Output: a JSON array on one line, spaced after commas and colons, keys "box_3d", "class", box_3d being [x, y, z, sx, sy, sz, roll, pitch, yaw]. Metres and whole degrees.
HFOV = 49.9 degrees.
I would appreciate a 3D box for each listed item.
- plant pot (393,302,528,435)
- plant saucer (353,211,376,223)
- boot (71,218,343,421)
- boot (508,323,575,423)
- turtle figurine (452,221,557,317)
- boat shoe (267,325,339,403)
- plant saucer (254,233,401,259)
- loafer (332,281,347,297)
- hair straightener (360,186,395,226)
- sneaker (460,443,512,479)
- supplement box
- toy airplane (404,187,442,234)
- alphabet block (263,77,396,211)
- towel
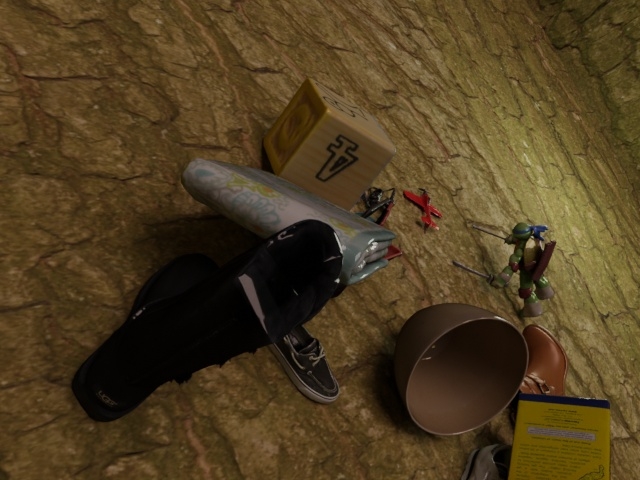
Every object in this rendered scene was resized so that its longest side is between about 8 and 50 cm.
[{"box_3d": [0.270, 0.246, 1.480, 0.284, 0.284, 0.191, 26, 11, -29], "class": "plant pot"}, {"box_3d": [0.106, -0.011, 1.648, 0.119, 0.021, 0.119, 24, 50, -31], "class": "plant saucer"}, {"box_3d": [-0.144, 0.072, 1.025, 0.146, 0.445, 0.367, 43, 42, -13], "class": "boot"}, {"box_3d": [0.542, 0.356, 1.773, 0.220, 0.109, 0.283, 1, 71, -39], "class": "boot"}, {"box_3d": [0.536, 0.075, 1.944, 0.197, 0.275, 0.266, -79, 146, -66], "class": "turtle figurine"}, {"box_3d": [-0.032, 0.222, 1.321, 0.219, 0.070, 0.078, 49, 41, -7], "class": "boat shoe"}, {"box_3d": [0.000, 0.000, 1.440, 0.259, 0.047, 0.259, 36, 30, 27], "class": "plant saucer"}, {"box_3d": [-0.024, 0.059, 1.431, 0.220, 0.078, 0.080, 14, 55, -38], "class": "loafer"}, {"box_3d": [0.142, -0.098, 1.700, 0.089, 0.047, 0.230, 46, 32, -3], "class": "hair straightener"}, {"box_3d": [0.350, 0.532, 1.460, 0.090, 0.095, 0.235, 44, 43, -15], "class": "sneaker"}, {"box_3d": [0.503, 0.523, 1.438, 0.356, 0.196, 0.194, -62, 144, -47], "class": "supplement box"}, {"box_3d": [0.287, -0.084, 1.865, 0.151, 0.028, 0.151, 25, 48, -32], "class": "toy airplane"}, {"box_3d": [0.015, -0.210, 1.525, 0.197, 0.193, 0.192, 26, 22, -29], "class": "alphabet block"}, {"box_3d": [-0.038, -0.036, 1.224, 0.321, 0.090, 0.374, 26, 7, 12], "class": "towel"}]
